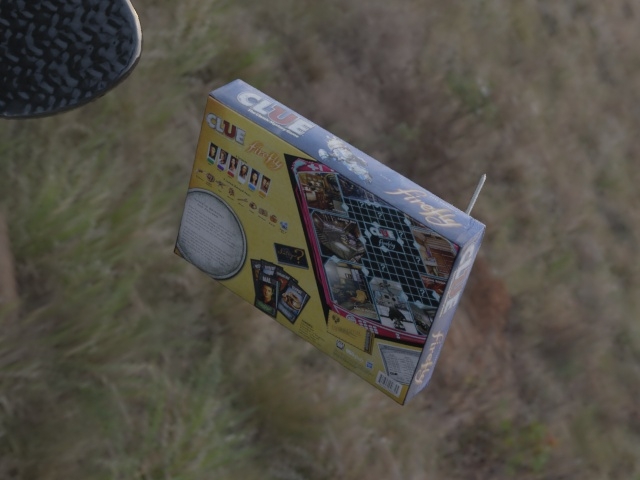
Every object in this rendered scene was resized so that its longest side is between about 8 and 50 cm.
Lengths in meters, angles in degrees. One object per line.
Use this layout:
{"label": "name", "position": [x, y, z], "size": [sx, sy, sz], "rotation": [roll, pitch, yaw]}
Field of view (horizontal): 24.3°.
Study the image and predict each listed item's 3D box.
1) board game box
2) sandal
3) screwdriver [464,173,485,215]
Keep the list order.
{"label": "board game box", "position": [0.000, 0.000, 1.180], "size": [0.243, 0.165, 0.042], "rotation": [33, 39, 21]}
{"label": "sandal", "position": [-0.367, -0.185, 1.395], "size": [0.107, 0.446, 0.167], "rotation": [-5, 91, -73]}
{"label": "screwdriver", "position": [0.120, 0.000, 1.287], "size": [0.025, 0.024, 0.170], "rotation": [33, 51, 2]}
